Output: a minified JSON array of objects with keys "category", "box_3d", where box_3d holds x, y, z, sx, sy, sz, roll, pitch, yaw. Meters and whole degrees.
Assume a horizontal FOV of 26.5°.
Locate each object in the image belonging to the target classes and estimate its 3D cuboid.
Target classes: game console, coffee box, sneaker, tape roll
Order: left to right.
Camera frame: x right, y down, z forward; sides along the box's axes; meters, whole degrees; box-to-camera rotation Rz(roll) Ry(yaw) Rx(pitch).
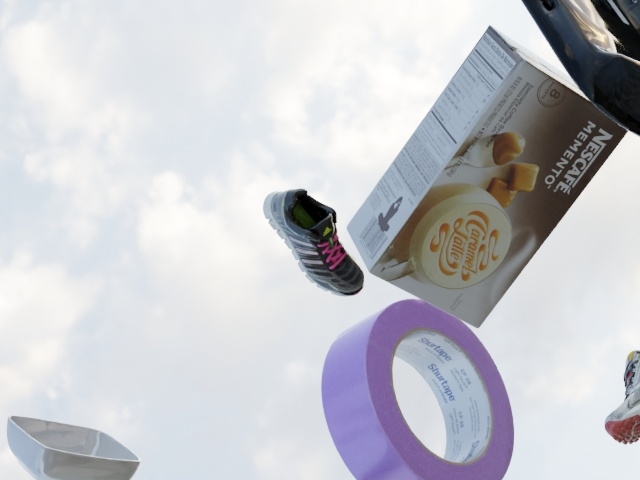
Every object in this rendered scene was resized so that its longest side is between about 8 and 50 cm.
[{"category":"sneaker","box_3d":[0.000,0.000,1.707,0.170,0.075,0.063,50,-121,-6]},{"category":"tape roll","box_3d":[0.131,0.219,1.791,0.274,0.090,0.275,26,-132,-33]},{"category":"coffee box","box_3d":[0.157,-0.058,1.302,0.141,0.098,0.246,28,-72,-26]},{"category":"game console","box_3d":[0.100,-0.171,0.723,0.213,0.361,0.044,12,-52,-30]},{"category":"sneaker","box_3d":[0.465,0.213,1.953,0.225,0.092,0.088,-34,-27,-43]}]

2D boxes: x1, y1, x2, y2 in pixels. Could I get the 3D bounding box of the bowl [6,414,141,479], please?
[{"category":"bowl","box_3d":[-0.299,0.259,1.617,0.142,0.142,0.053,15,-89,-34]}]
